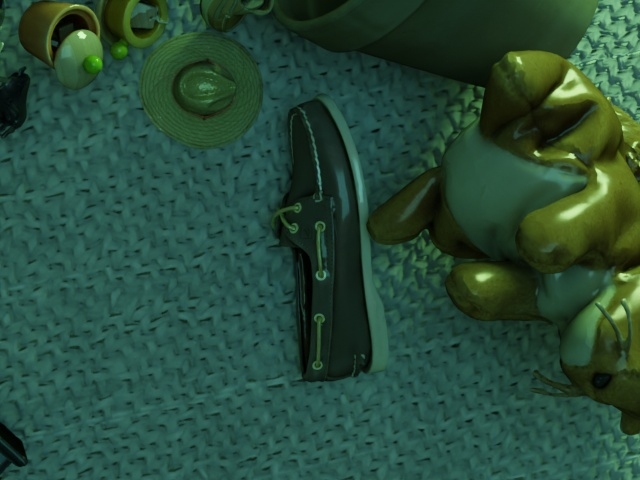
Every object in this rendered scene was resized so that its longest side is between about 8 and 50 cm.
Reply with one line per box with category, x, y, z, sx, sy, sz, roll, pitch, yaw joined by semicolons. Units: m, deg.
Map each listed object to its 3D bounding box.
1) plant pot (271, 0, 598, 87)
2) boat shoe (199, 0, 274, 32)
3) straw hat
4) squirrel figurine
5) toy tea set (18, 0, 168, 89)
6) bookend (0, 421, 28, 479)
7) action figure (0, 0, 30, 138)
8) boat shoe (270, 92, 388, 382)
plant pot;0.148;-0.309;1.869;0.280;0.323;0.323;28;85;-27
boat shoe;-0.085;-0.268;1.853;0.072;0.190;0.068;40;73;7
straw hat;-0.130;-0.171;1.914;0.144;0.061;0.144;0;90;-12
squirrel figurine;0.311;0.016;1.856;0.370;0.397;0.281;52;120;18
toy tea set;-0.180;-0.303;1.827;0.200;0.124;0.336;31;84;-54
bookend;-0.393;0.259;1.814;0.072;0.157;0.156;44;81;-9
action figure;-0.391;-0.207;1.742;0.164;0.276;0.141;17;59;22
boat shoe;0.000;0.000;1.920;0.096;0.116;0.324;-12;99;-15
